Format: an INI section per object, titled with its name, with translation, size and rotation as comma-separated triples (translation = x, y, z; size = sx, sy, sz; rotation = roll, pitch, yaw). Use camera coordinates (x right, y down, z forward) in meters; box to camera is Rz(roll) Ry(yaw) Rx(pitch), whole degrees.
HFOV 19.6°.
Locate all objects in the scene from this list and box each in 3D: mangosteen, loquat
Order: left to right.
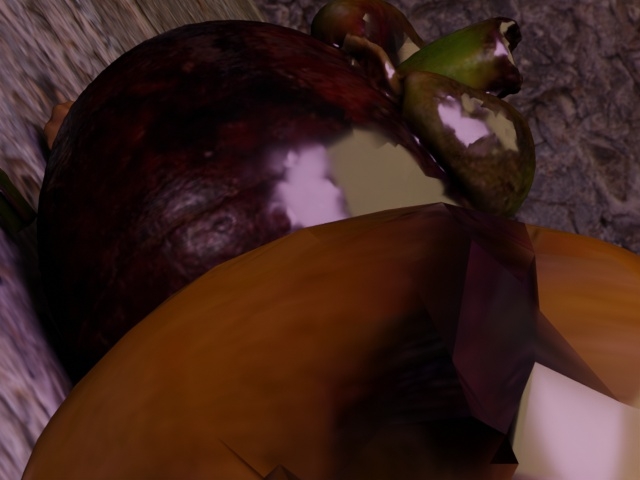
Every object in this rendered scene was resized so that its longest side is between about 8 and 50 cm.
[mangosteen]
translation = -0.005, 0.003, 0.783
size = 0.216, 0.216, 0.216
rotation = 55, 7, -10
[loquat]
translation = 0.030, 0.106, 0.511
size = 0.235, 0.235, 0.235
rotation = 55, 7, -10

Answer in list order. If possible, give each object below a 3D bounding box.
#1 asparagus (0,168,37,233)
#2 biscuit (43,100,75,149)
[asparagus]
translation = -0.162, -0.056, 0.787
size = 0.127, 0.018, 0.015
rotation = 55, -28, -11
[biscuit]
translation = 0.002, -0.004, 1.054
size = 0.376, 0.051, 0.269
rotation = 23, 7, -40
